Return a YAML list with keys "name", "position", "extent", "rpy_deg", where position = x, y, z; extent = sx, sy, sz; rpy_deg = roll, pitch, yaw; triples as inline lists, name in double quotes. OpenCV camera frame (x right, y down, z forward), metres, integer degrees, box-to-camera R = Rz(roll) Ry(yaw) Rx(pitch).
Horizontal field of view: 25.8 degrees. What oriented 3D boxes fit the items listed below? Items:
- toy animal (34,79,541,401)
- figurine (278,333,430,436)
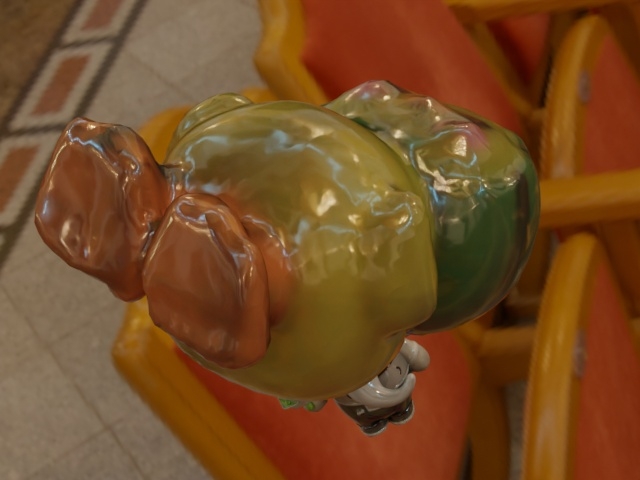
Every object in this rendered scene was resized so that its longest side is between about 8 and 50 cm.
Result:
- name: "toy animal"
  position: [0.000, 0.002, 0.913]
  extent: [0.216, 0.191, 0.338]
  rpy_deg: [31, 31, 34]
- name: "figurine"
  position: [0.030, 0.091, 1.245]
  extent: [0.147, 0.192, 0.126]
  rpy_deg: [-18, 29, 8]
